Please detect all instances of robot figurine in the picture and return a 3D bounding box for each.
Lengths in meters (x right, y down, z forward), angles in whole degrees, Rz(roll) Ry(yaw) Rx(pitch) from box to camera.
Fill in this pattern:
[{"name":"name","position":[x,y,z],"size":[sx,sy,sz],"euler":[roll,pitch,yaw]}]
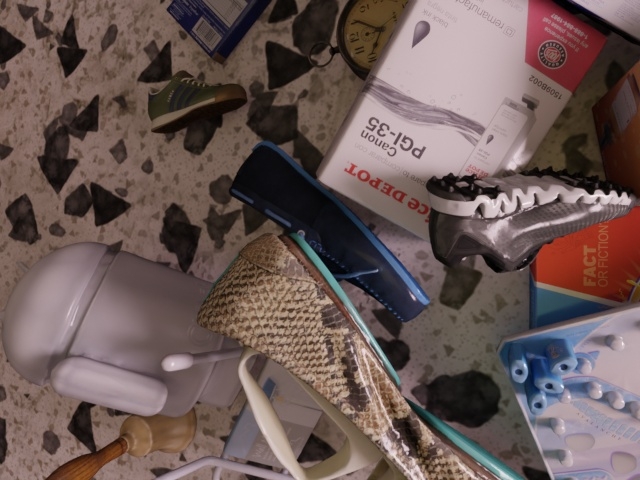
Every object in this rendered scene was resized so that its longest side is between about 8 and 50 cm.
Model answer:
[{"name":"robot figurine","position":[-0.270,0.126,0.596],"size":[0.353,0.300,0.200],"euler":[24,100,-21]}]

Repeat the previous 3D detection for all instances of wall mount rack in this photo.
[{"name":"wall mount rack","position":[-0.092,0.257,0.560],"size":[0.304,0.130,0.350],"euler":[23,100,-18]}]

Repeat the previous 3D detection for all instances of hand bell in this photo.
[{"name":"hand bell","position":[-0.320,0.322,0.642],"size":[0.126,0.242,0.126],"euler":[0,90,21]}]

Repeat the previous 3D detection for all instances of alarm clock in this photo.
[{"name":"alarm clock","position":[0.073,-0.285,0.587],"size":[0.192,0.064,0.129],"euler":[-8,88,17]}]

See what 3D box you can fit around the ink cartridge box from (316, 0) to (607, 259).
[{"name":"ink cartridge box","position":[0.149,-0.148,0.499],"size":[0.207,0.117,0.283],"euler":[28,100,-7]}]

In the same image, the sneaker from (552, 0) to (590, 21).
[{"name":"sneaker","position":[0.210,-0.382,0.490],"size":[0.350,0.148,0.131],"euler":[33,101,15]}]

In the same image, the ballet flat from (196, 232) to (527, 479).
[{"name":"ballet flat","position":[0.055,0.209,0.461],"size":[0.182,0.164,0.483],"euler":[-45,96,-10]}]

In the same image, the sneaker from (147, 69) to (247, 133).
[{"name":"sneaker","position":[-0.216,-0.246,0.693],"size":[0.192,0.064,0.086],"euler":[-12,91,23]}]

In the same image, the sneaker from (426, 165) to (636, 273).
[{"name":"sneaker","position":[0.215,-0.018,0.440],"size":[0.234,0.078,0.106],"euler":[-4,117,-13]}]

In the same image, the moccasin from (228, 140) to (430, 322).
[{"name":"moccasin","position":[0.000,0.000,0.591],"size":[0.117,0.137,0.342],"euler":[-47,62,2]}]

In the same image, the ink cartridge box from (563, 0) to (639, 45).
[{"name":"ink cartridge box","position":[0.296,-0.256,0.429],"size":[0.207,0.097,0.046],"euler":[17,127,-16]}]

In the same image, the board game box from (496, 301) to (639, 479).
[{"name":"board game box","position":[0.438,0.229,0.402],"size":[0.389,0.050,0.390],"euler":[-22,96,24]}]

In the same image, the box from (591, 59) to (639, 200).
[{"name":"box","position":[0.364,-0.112,0.424],"size":[0.091,0.170,0.130],"euler":[-11,87,19]}]

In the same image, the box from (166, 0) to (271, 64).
[{"name":"box","position":[-0.141,-0.424,0.680],"size":[0.225,0.036,0.136],"euler":[-45,76,16]}]

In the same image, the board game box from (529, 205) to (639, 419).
[{"name":"board game box","position":[0.410,0.080,0.465],"size":[0.316,0.064,0.242],"euler":[0,90,20]}]
